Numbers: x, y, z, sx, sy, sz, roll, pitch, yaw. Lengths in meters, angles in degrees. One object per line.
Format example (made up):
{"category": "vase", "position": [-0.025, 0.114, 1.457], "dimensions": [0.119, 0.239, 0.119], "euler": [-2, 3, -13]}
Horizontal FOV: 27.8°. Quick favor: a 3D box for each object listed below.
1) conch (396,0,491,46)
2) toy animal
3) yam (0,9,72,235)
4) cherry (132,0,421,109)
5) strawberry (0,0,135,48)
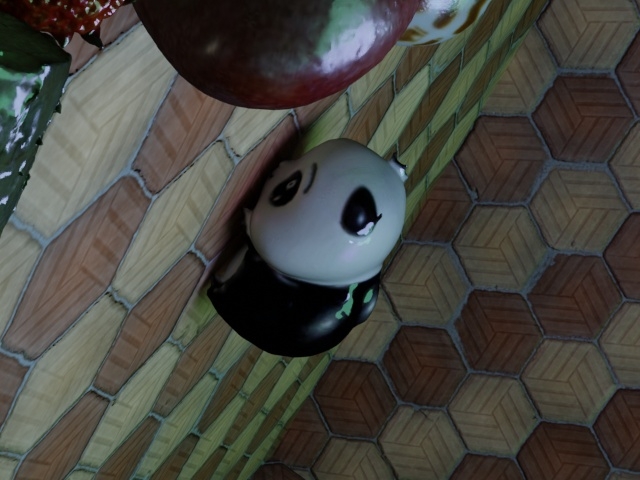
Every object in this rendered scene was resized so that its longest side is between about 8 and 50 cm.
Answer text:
{"category": "conch", "position": [0.159, -0.353, 1.678], "dimensions": [0.275, 0.149, 0.183], "euler": [-58, 170, 13]}
{"category": "toy animal", "position": [0.000, 0.000, 1.864], "dimensions": [0.251, 0.251, 0.310], "euler": [-43, 170, -51]}
{"category": "yam", "position": [-0.263, -0.032, 0.764], "dimensions": [0.268, 0.161, 0.161], "euler": [-60, 169, 25]}
{"category": "cherry", "position": [-0.029, -0.214, 1.002], "dimensions": [0.206, 0.239, 0.239], "euler": [-54, 172, 29]}
{"category": "strawberry", "position": [-0.159, -0.204, 0.805], "dimensions": [0.148, 0.131, 0.131], "euler": [-54, 173, 36]}
